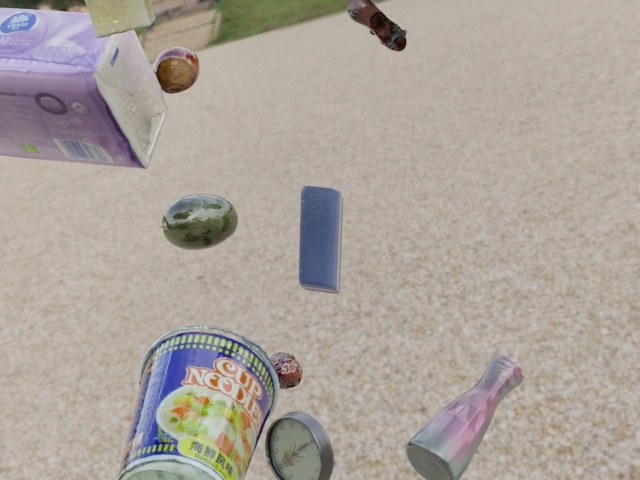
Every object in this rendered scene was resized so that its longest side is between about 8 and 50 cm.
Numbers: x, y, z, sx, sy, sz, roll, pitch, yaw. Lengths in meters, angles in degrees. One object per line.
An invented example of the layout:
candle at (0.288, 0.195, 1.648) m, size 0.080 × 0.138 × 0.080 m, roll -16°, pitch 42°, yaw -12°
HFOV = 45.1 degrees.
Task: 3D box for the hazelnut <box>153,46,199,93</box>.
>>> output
hazelnut at (-0.250, -0.299, 1.335) m, size 0.086 × 0.086 × 0.086 m, roll -14°, pitch 18°, yaw 5°

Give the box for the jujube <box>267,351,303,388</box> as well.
jujube at (-0.072, 0.260, 1.540) m, size 0.077 × 0.077 × 0.129 m, roll -21°, pitch -3°, yaw -17°

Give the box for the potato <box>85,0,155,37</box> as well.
potato at (-0.230, -0.269, 0.879) m, size 0.086 × 0.061 × 0.122 m, roll -16°, pitch 23°, yaw -4°

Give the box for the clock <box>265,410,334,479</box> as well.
clock at (-0.052, 0.484, 1.758) m, size 0.184 × 0.184 × 0.040 m, roll -1°, pitch 5°, yaw 39°

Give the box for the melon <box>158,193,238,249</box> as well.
melon at (-0.247, -0.037, 1.556) m, size 0.167 × 0.114 × 0.114 m, roll -8°, pitch 11°, yaw -33°

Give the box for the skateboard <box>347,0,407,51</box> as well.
skateboard at (0.115, -0.445, 1.588) m, size 0.067 × 0.151 × 0.080 m, roll -52°, pitch 30°, yaw 1°

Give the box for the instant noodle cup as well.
instant noodle cup at (-0.226, 0.350, 1.354) m, size 0.284 × 0.284 × 0.312 m, roll -12°, pitch 27°, yaw 11°

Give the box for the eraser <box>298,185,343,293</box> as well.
eraser at (0.000, 0.000, 1.557) m, size 0.082 × 0.225 × 0.036 m, roll 6°, pitch 12°, yaw 20°

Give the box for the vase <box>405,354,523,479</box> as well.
vase at (0.219, 0.256, 1.127) m, size 0.086 × 0.086 × 0.214 m, roll 5°, pitch 38°, yaw 49°

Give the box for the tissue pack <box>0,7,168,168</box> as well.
tissue pack at (-0.450, -0.248, 1.240) m, size 0.338 × 0.242 × 0.160 m, roll 7°, pitch 61°, yaw 11°
